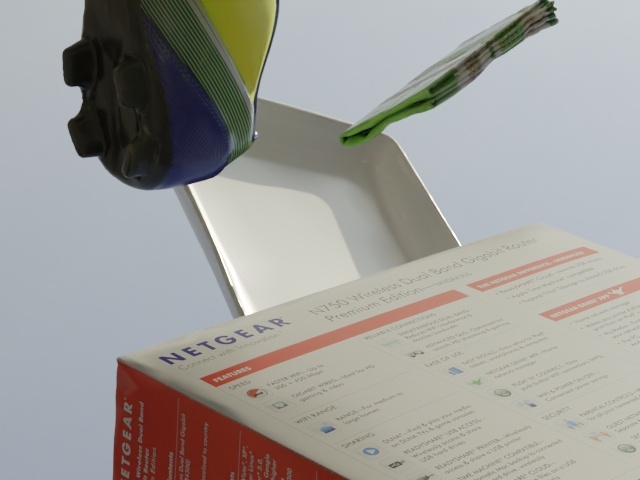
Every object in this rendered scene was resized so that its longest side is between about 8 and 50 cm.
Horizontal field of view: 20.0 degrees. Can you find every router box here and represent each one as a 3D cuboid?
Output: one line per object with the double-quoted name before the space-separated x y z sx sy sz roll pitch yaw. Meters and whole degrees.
"router box" 0.119 0.102 0.908 0.301 0.335 0.082 23 -62 41

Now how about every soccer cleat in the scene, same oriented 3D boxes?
"soccer cleat" -0.071 -0.166 0.948 0.093 0.121 0.289 26 -57 39

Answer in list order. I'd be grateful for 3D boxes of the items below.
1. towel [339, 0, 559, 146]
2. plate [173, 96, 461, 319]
"towel" 0.093 -0.116 1.296 0.152 0.023 0.113 -39 -173 -36
"plate" 0.000 0.000 1.335 0.045 0.278 0.277 -51 -133 28
